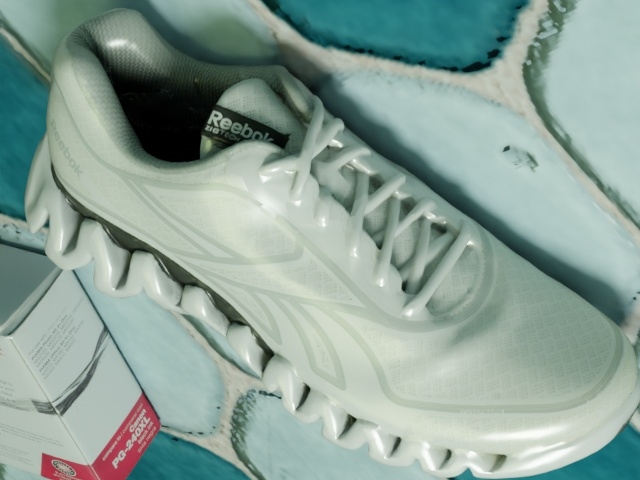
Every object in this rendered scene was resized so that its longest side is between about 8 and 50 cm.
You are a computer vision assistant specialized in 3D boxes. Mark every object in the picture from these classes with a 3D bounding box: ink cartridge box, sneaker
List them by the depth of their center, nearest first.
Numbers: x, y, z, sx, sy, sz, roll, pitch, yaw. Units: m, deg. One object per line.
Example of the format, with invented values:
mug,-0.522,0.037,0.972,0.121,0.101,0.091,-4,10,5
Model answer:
sneaker,0.000,0.000,0.752,0.292,0.110,0.118,26,139,15
ink cartridge box,-0.174,0.071,1.052,0.109,0.063,0.150,13,142,34
